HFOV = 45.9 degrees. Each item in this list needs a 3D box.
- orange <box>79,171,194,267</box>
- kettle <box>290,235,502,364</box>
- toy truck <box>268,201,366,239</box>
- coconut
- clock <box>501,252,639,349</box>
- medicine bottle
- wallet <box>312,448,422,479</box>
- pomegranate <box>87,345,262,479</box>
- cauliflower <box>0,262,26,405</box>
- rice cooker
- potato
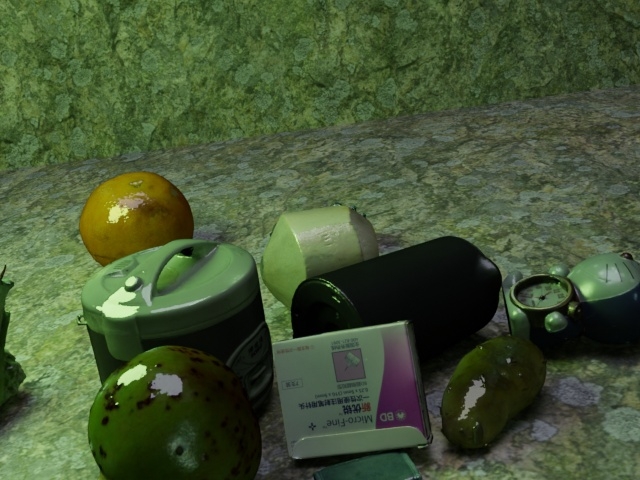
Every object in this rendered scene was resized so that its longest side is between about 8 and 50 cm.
[{"bbox_3d":[-0.430,-0.038,1.782,0.261,0.261,0.261,-7,21,3],"label":"orange"},{"bbox_3d":[0.122,0.134,1.270,0.308,0.262,0.203,-19,59,-34],"label":"kettle"},{"bbox_3d":[0.000,0.000,1.707,0.216,0.116,0.110,-20,22,-11],"label":"toy truck"},{"bbox_3d":[-0.008,0.041,1.464,0.241,0.241,0.241,-7,21,3],"label":"coconut"},{"bbox_3d":[0.427,0.101,1.247,0.243,0.146,0.199,-9,26,8],"label":"clock"},{"bbox_3d":[0.045,0.208,1.055,0.201,0.171,0.052,-10,-7,12],"label":"medicine bottle"},{"bbox_3d":[0.060,0.312,0.987,0.129,0.026,0.088,-13,16,-10],"label":"wallet"},{"bbox_3d":[-0.210,0.259,0.940,0.286,0.230,0.231,-24,26,-37],"label":"pomegranate"},{"bbox_3d":[-0.595,0.173,1.238,0.256,0.315,0.239,32,-10,-34],"label":"cauliflower"},{"bbox_3d":[-0.215,0.141,1.183,0.288,0.277,0.288,-6,20,2],"label":"rice cooker"},{"bbox_3d":[0.246,0.214,1.090,0.117,0.090,0.225,17,38,35],"label":"potato"}]
